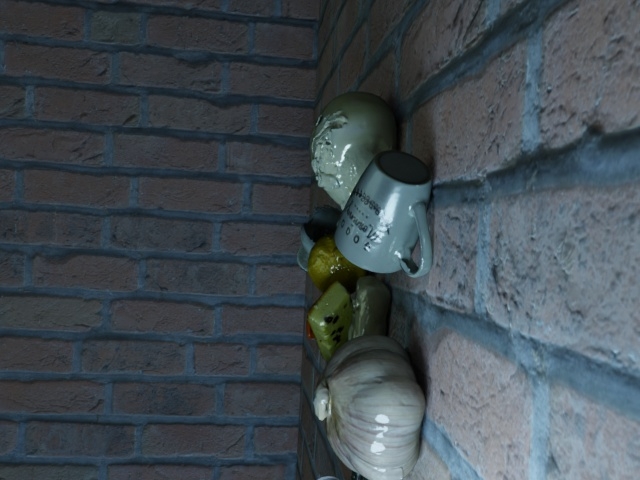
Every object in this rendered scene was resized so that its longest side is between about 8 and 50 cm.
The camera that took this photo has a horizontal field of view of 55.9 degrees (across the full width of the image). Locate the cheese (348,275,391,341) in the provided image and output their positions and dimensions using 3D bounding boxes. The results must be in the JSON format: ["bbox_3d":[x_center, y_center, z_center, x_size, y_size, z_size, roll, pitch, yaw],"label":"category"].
[{"bbox_3d":[0.131,0.234,1.702,0.159,0.092,0.263,-110,25,-79],"label":"cheese"}]

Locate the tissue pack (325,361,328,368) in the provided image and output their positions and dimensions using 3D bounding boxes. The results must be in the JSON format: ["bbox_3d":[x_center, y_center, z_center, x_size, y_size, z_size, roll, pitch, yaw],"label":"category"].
[{"bbox_3d":[0.069,0.418,2.039,0.060,0.108,0.148,108,163,-74],"label":"tissue pack"}]

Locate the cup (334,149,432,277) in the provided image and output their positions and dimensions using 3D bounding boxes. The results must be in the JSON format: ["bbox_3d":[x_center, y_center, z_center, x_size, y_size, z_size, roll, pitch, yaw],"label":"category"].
[{"bbox_3d":[0.170,-0.046,1.335,0.258,0.186,0.234,51,139,32],"label":"cup"}]

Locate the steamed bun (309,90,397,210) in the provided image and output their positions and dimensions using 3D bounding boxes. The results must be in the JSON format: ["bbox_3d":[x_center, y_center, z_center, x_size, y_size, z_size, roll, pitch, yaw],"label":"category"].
[{"bbox_3d":[0.080,-0.264,1.751,0.312,0.232,0.334,-104,20,-64],"label":"steamed bun"}]

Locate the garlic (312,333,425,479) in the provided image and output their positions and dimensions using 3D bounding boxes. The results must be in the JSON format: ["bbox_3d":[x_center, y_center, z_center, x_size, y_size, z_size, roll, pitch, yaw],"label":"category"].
[{"bbox_3d":[0.117,0.374,1.342,0.322,0.240,0.322,-10,-90,-80],"label":"garlic"}]

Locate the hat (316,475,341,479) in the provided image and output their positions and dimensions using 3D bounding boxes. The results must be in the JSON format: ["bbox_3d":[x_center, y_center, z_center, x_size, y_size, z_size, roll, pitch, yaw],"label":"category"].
[{"bbox_3d":[0.052,0.838,1.875,0.126,0.203,0.203,136,138,-57],"label":"hat"}]

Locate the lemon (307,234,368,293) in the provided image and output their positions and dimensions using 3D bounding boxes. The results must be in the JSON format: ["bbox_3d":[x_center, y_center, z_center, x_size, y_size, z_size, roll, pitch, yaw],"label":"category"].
[{"bbox_3d":[0.057,0.077,1.920,0.260,0.204,0.204,98,173,-76],"label":"lemon"}]

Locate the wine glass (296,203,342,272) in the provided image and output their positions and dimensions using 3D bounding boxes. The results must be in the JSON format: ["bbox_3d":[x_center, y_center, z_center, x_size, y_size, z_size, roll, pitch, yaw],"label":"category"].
[{"bbox_3d":[0.004,0.004,2.435,0.357,0.190,0.191,101,169,-64],"label":"wine glass"}]

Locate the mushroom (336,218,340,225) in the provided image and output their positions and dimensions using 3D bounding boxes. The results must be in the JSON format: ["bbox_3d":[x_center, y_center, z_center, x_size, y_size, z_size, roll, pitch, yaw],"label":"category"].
[{"bbox_3d":[0.131,-0.052,1.860,0.116,0.093,0.225,-45,31,-4],"label":"mushroom"}]

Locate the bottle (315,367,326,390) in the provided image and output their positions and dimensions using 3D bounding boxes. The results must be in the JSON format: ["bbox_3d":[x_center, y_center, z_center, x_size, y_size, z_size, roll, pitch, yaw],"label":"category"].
[{"bbox_3d":[0.076,0.467,1.785,0.207,0.173,0.297,62,174,-3],"label":"bottle"}]

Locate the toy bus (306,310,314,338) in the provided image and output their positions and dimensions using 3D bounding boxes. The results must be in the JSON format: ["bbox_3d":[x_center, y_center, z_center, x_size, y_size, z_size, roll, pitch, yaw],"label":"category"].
[{"bbox_3d":[0.033,0.301,2.207,0.329,0.153,0.143,124,146,-76],"label":"toy bus"}]

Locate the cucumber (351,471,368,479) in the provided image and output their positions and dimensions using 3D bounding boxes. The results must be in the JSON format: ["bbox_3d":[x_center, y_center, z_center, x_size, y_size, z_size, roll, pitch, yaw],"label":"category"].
[{"bbox_3d":[0.122,0.672,1.699,0.077,0.077,0.266,-129,45,-79],"label":"cucumber"}]

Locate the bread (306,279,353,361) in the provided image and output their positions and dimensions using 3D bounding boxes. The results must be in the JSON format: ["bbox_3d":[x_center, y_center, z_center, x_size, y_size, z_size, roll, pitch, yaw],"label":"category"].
[{"bbox_3d":[0.047,0.264,1.839,0.138,0.077,0.361,-45,-28,-17],"label":"bread"}]
